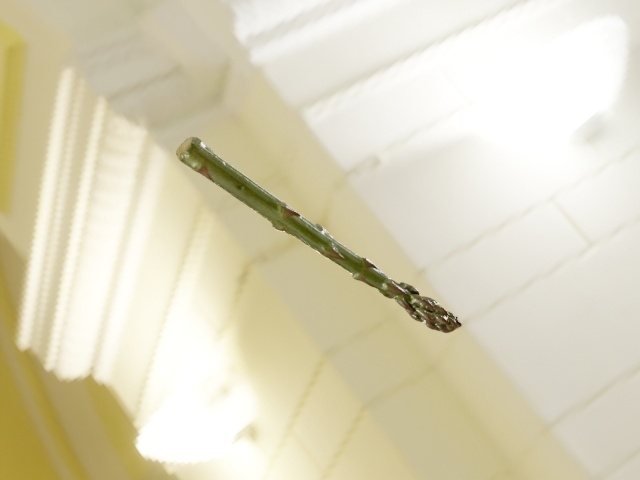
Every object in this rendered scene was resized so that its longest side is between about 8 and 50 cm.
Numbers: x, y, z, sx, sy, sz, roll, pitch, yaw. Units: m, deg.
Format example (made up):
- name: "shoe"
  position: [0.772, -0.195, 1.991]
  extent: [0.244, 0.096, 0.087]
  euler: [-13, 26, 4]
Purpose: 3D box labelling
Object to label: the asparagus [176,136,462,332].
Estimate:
- name: "asparagus"
  position: [0.000, 0.000, 1.219]
  extent: [0.024, 0.248, 0.025]
  euler: [-50, 13, 27]
